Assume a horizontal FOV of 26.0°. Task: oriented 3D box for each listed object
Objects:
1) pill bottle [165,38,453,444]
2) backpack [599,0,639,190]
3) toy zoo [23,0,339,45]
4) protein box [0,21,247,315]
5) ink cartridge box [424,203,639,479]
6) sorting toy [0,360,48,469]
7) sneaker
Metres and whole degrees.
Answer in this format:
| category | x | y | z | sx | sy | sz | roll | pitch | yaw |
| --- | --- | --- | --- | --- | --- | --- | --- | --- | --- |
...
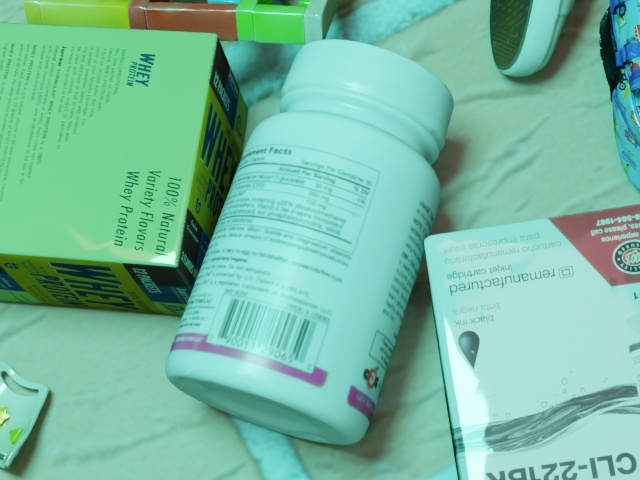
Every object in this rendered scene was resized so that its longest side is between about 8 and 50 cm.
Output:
| category | x | y | z | sx | sy | sz | roll | pitch | yaw |
| --- | --- | --- | --- | --- | --- | --- | --- | --- | --- |
| pill bottle | 0.000 | 0.000 | 1.068 | 0.160 | 0.160 | 0.283 | 16 | 73 | 13 |
| backpack | 0.304 | -0.119 | 1.091 | 0.158 | 0.117 | 0.173 | -4 | 73 | 8 |
| toy zoo | -0.125 | -0.229 | 1.182 | 0.293 | 0.030 | 0.192 | 4 | 36 | 9 |
| protein box | -0.180 | -0.056 | 1.128 | 0.201 | 0.136 | 0.200 | 4 | 70 | 10 |
| ink cartridge box | 0.193 | 0.126 | 1.019 | 0.196 | 0.114 | 0.273 | -9 | 70 | 4 |
| sorting toy | -0.260 | 0.138 | 1.123 | 0.083 | 0.045 | 0.075 | 26 | 69 | 17 |
| sneaker | 0.228 | -0.268 | 1.163 | 0.123 | 0.106 | 0.290 | 16 | 86 | -17 |
